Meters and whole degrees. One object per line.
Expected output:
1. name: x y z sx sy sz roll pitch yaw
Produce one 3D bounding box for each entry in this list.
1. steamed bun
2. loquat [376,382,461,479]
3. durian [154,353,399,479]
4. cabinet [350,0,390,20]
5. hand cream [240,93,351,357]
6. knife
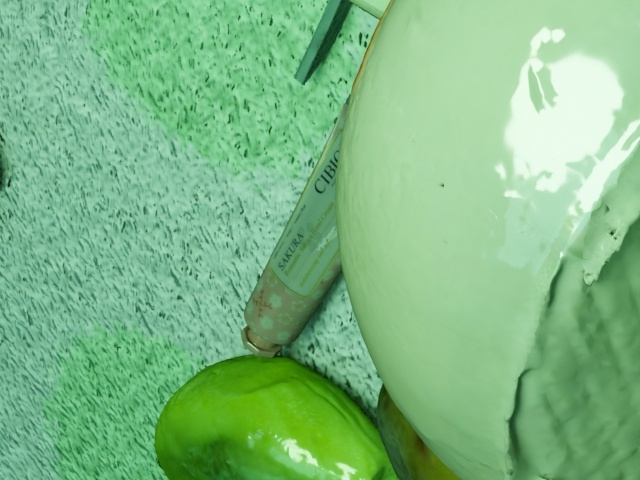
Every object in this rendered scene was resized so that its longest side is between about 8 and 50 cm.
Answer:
1. steamed bun: 0.168 -0.054 0.776 0.241 0.374 0.374 53 141 38
2. loquat: 0.132 0.098 1.010 0.179 0.179 0.227 57 143 2
3. durian: -0.044 0.154 1.249 0.250 0.101 0.139 3 115 41
4. cabinet: 0.057 -0.234 0.835 0.145 0.206 0.150 34 161 23
5. hand cream: 0.000 0.000 1.170 0.067 0.043 0.209 44 127 20
6. knife: 0.027 -0.176 1.057 0.015 0.028 0.210 30 133 1
